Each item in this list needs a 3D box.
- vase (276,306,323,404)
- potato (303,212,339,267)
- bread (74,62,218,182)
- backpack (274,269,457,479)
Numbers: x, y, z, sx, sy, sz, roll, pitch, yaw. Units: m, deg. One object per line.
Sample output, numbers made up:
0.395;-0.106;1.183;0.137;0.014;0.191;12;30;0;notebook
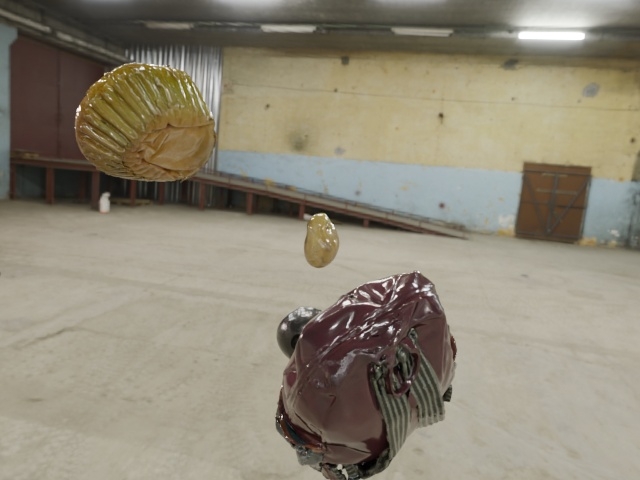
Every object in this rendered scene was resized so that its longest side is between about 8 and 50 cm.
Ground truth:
-0.030;0.216;0.884;0.120;0.183;0.120;10;-27;5;vase
0.000;0.000;0.774;0.062;0.084;0.068;-20;9;-34;potato
-0.302;-0.195;0.863;0.139;0.240;0.239;50;27;21;bread
0.073;0.178;0.660;0.283;0.317;0.197;-30;61;-19;backpack
